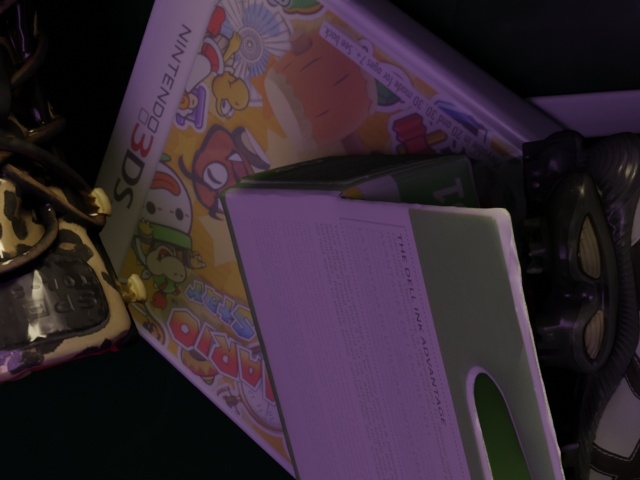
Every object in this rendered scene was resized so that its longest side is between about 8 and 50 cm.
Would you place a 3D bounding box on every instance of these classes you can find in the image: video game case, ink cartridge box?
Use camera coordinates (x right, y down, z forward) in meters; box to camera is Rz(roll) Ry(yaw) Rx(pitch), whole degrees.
[{"bbox_3d":[0.000,0.000,0.616,0.227,0.026,0.206,40,127,22],"label":"video game case"},{"bbox_3d":[0.043,0.059,0.479,0.235,0.056,0.171,6,111,68],"label":"ink cartridge box"}]

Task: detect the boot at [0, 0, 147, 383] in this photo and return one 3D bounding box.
[{"bbox_3d":[-0.141,-0.086,0.604,0.377,0.138,0.284,-22,85,44],"label":"boot"}]

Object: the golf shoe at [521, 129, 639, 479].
[{"bbox_3d":[0.118,0.049,0.501,0.094,0.077,0.198,-7,133,5],"label":"golf shoe"}]

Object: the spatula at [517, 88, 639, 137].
[{"bbox_3d":[0.176,0.006,0.502,0.242,0.019,0.168,0,108,41],"label":"spatula"}]
